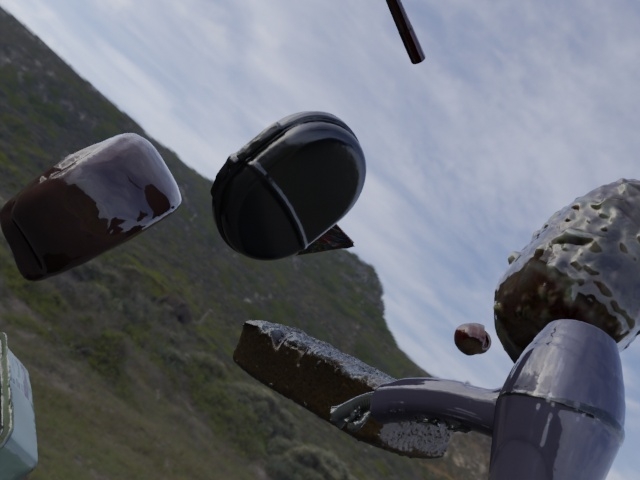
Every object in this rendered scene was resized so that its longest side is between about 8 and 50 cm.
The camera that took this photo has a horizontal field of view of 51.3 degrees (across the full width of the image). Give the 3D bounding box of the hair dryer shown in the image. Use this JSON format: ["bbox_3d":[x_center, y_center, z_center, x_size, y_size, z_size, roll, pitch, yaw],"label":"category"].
[{"bbox_3d":[0.134,0.228,0.725,0.121,0.301,0.361,41,-27,-29],"label":"hair dryer"}]

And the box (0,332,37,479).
[{"bbox_3d":[-0.576,0.284,1.049,0.290,0.221,0.166,47,-10,52],"label":"box"}]

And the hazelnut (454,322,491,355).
[{"bbox_3d":[0.352,0.226,1.539,0.086,0.086,0.086,37,-13,10],"label":"hazelnut"}]

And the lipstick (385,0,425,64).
[{"bbox_3d":[0.124,-0.347,1.033,0.027,0.027,0.176,28,-18,42],"label":"lipstick"}]

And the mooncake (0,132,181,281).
[{"bbox_3d":[-0.408,-0.065,1.186,0.334,0.326,0.174,-18,-74,36],"label":"mooncake"}]

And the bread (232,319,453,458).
[{"bbox_3d":[0.026,0.246,1.150,0.165,0.113,0.417,24,-5,-40],"label":"bread"}]

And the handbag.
[{"bbox_3d":[-0.054,-0.096,1.205,0.093,0.308,0.254,47,-6,43],"label":"handbag"}]

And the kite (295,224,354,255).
[{"bbox_3d":[0.000,0.000,1.688,0.183,0.014,0.241,17,-29,-17],"label":"kite"}]

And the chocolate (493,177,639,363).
[{"bbox_3d":[0.418,0.044,1.005,0.225,0.340,0.210,45,-15,18],"label":"chocolate"}]
